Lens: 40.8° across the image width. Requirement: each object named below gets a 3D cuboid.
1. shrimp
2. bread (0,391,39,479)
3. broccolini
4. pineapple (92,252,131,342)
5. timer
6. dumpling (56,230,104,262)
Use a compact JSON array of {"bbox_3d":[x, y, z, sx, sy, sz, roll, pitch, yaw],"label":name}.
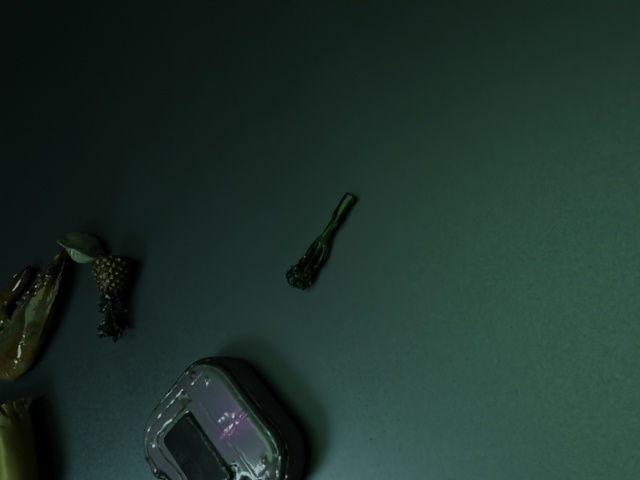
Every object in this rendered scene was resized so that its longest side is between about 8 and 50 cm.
[{"bbox_3d":[-0.442,0.101,1.294,0.133,0.053,0.236,39,106,46],"label":"shrimp"},{"bbox_3d":[-0.467,0.316,1.248,0.134,0.085,0.173,-16,75,21],"label":"bread"},{"bbox_3d":[0.000,0.000,1.088,0.140,0.030,0.035,-59,27,3],"label":"broccolini"},{"bbox_3d":[-0.298,0.082,1.210,0.058,0.058,0.124,3,85,28],"label":"pineapple"},{"bbox_3d":[-0.128,0.263,1.091,0.208,0.069,0.190,46,107,23],"label":"timer"},{"bbox_3d":[-0.349,0.009,1.244,0.043,0.059,0.077,-48,66,23],"label":"dumpling"}]
